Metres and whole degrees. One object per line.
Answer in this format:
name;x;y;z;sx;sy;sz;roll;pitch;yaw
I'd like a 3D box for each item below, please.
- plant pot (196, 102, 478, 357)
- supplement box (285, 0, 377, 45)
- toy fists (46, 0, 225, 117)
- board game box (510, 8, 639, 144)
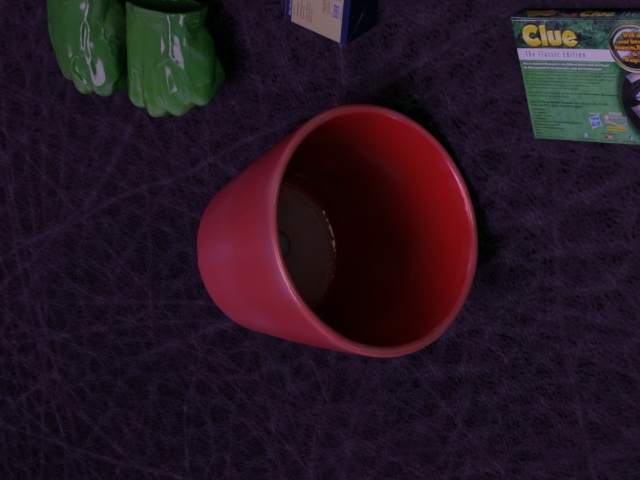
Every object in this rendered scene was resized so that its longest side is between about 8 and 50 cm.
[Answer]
plant pot;0.000;0.000;1.584;0.243;0.275;0.275;-11;111;57
supplement box;0.013;-0.268;1.505;0.083;0.056;0.083;28;135;25
toy fists;-0.231;-0.238;1.728;0.279;0.096;0.142;19;121;34
board game box;0.308;-0.154;1.339;0.260;0.030;0.136;8;126;39
